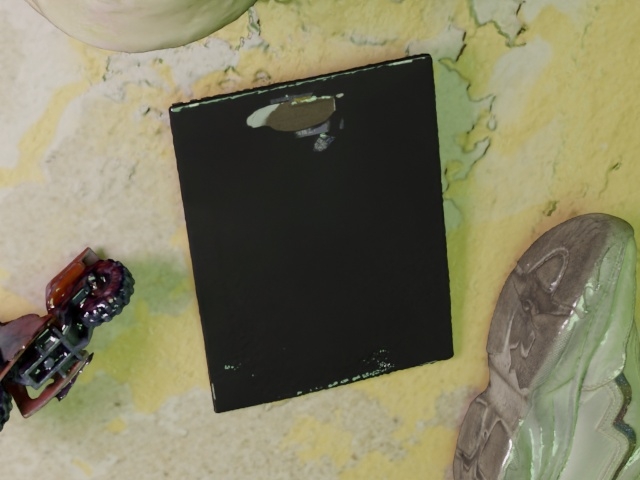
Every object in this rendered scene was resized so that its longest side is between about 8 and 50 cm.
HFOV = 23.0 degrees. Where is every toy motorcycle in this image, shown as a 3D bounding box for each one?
[{"bbox_3d":[-0.261,0.086,1.387,0.212,0.118,0.084,-45,131,-11],"label":"toy motorcycle"}]

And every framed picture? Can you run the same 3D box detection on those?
[{"bbox_3d":[0.000,0.000,1.454,0.244,0.013,0.323,-13,118,-12],"label":"framed picture"}]

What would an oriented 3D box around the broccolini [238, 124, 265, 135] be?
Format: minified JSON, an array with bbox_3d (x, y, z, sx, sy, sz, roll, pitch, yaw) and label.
[{"bbox_3d":[-0.018,-0.106,1.422,0.140,0.035,0.030,3,111,-18],"label":"broccolini"}]

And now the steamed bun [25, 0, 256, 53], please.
[{"bbox_3d":[-0.117,-0.265,1.208,0.206,0.275,0.320,48,51,-30],"label":"steamed bun"}]

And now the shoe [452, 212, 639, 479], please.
[{"bbox_3d":[0.270,0.138,1.544,0.211,0.132,0.342,9,109,-23],"label":"shoe"}]
